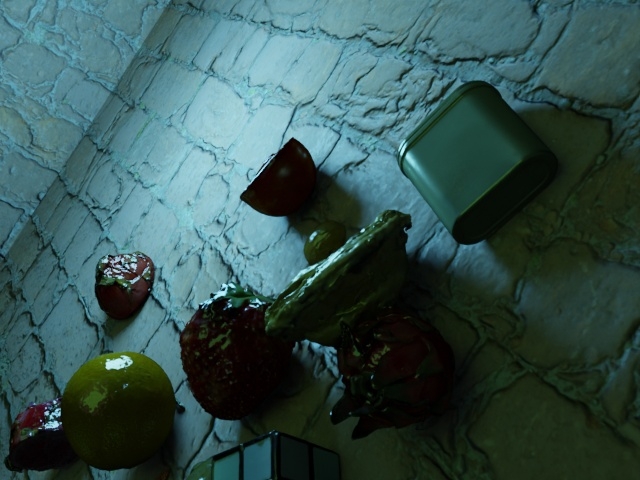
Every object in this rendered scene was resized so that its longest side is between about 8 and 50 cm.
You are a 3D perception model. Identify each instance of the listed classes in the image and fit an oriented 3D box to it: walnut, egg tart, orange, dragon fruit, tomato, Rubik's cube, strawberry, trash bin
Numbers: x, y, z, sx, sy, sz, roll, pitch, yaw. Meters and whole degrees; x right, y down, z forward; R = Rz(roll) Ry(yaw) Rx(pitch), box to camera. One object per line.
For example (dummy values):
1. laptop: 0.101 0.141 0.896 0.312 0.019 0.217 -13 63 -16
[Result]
1. walnut: 0.000 0.000 1.565 0.121 0.052 0.091 -51 35 5
2. egg tart: 0.057 0.091 1.295 0.352 0.352 0.150 -43 82 19
3. orange: -0.473 0.399 1.635 0.274 0.274 0.274 -27 47 33
4. dragon fruit: -0.729 0.517 1.900 0.282 0.211 0.147 -27 48 -3
5. tomato: -0.090 -0.139 1.693 0.200 0.139 0.233 -47 4 3
6. dragon fruit: 0.120 0.216 1.134 0.193 0.274 0.192 2 102 22
7. Rubik's cube: -0.079 0.463 1.235 0.183 0.167 0.180 -30 46 33
8. strawberry: -0.177 0.244 1.467 0.238 0.250 0.289 13 97 17
9. dragon fruit: -0.620 0.116 2.086 0.218 0.148 0.224 -52 37 8
10. trash bin: 0.288 -0.148 1.303 0.243 0.121 0.247 -45 43 17

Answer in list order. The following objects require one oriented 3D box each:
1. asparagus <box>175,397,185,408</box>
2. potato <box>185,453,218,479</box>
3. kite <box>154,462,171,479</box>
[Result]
1. asparagus: -0.377 0.384 1.740 0.016 0.016 0.162 -45 34 -14
2. potato: -0.207 0.527 1.363 0.154 0.137 0.200 -19 44 -1
3. kite: -0.413 0.627 1.617 0.222 0.008 0.125 -39 42 23
